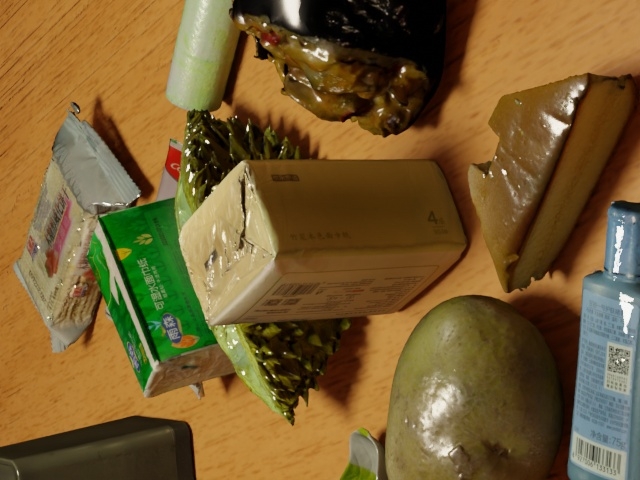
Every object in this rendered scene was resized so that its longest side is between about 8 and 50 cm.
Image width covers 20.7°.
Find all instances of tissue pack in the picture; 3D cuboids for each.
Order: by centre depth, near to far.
[{"bbox_3d":[0.000,0.000,1.747,0.159,0.234,0.125,-46,55,48],"label":"tissue pack"},{"bbox_3d":[-0.175,0.075,2.092,0.209,0.148,0.156,65,154,24],"label":"tissue pack"}]

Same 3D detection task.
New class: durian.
[{"bbox_3d":[-0.069,0.003,1.953,0.198,0.163,0.394,100,147,-55],"label":"durian"}]

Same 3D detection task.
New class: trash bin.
[{"bbox_3d":[-0.300,0.304,2.223,0.164,0.241,0.122,-4,93,55],"label":"trash bin"}]

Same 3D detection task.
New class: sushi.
[{"bbox_3d":[0.019,-0.220,1.745,0.200,0.213,0.204,-129,56,-70],"label":"sushi"}]

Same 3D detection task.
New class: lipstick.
[{"bbox_3d":[-0.114,-0.294,2.016,0.076,0.076,0.304,45,129,43],"label":"lipstick"}]

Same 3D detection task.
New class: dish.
[{"bbox_3d":[0.058,0.265,1.873,0.091,0.039,0.137,20,110,58],"label":"dish"}]

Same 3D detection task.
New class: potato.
[{"bbox_3d":[0.140,0.177,1.646,0.174,0.159,0.251,-126,51,-75],"label":"potato"}]

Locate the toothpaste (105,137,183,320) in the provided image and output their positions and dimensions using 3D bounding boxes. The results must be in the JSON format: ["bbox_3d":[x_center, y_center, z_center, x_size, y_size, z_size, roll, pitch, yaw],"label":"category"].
[{"bbox_3d":[-0.211,-0.003,2.224,0.301,0.048,0.075,-59,44,38],"label":"toothpaste"}]

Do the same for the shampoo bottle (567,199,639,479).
[{"bbox_3d":[0.267,0.096,1.525,0.104,0.061,0.258,20,111,54],"label":"shampoo bottle"}]

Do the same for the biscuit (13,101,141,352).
[{"bbox_3d":[-0.335,-0.015,2.373,0.186,0.079,0.309,56,138,32],"label":"biscuit"}]

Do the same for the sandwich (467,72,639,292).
[{"bbox_3d":[0.200,-0.071,1.575,0.088,0.090,0.244,49,135,35],"label":"sandwich"}]
